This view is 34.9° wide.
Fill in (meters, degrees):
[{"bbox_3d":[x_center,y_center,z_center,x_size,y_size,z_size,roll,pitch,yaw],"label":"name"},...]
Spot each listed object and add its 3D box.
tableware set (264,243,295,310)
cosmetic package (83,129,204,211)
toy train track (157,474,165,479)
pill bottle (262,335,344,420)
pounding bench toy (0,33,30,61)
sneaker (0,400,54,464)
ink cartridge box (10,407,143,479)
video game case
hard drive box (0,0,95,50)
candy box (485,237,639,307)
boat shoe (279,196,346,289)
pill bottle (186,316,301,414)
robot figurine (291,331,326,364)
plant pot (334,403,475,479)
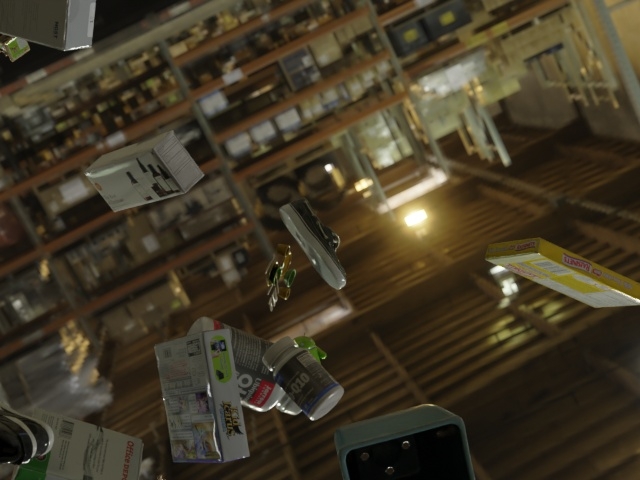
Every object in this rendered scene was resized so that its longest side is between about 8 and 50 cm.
[{"bbox_3d":[-0.068,0.060,1.877,0.024,0.154,0.104,17,-121,14],"label":"tableware set"},{"bbox_3d":[-0.316,-0.118,1.800,0.239,0.099,0.060,-11,-151,48],"label":"cosmetic package"},{"bbox_3d":[-0.397,0.600,2.458,0.014,0.083,0.048,23,-161,27],"label":"toy train track"},{"bbox_3d":[-0.032,0.233,1.742,0.078,0.137,0.078,-39,159,-18],"label":"pill bottle"},{"bbox_3d":[-0.687,-0.455,2.288,0.065,0.052,0.083,32,-119,29],"label":"pounding bench toy"},{"bbox_3d":[-0.550,0.301,1.637,0.217,0.079,0.121,12,-176,16],"label":"sneaker"},{"bbox_3d":[-0.433,0.405,1.821,0.153,0.208,0.087,-94,-151,-58],"label":"ink cartridge box"},{"bbox_3d":[-0.236,0.308,1.996,0.061,0.244,0.269,-5,172,-29],"label":"video game case"},{"bbox_3d":[-0.558,-0.484,1.984,0.232,0.181,0.089,18,-160,20],"label":"hard drive box"},{"bbox_3d":[0.330,0.045,1.347,0.105,0.206,0.027,-7,-116,61],"label":"candy box"},{"bbox_3d":[0.000,0.000,2.077,0.070,0.219,0.078,-28,157,-16],"label":"boat shoe"},{"bbox_3d":[-0.183,0.322,2.534,0.176,0.318,0.176,-53,-157,35],"label":"pill bottle"},{"bbox_3d":[-0.036,0.267,2.287,0.101,0.115,0.067,-18,-176,-43],"label":"robot figurine"},{"bbox_3d":[0.157,0.458,2.039,0.247,0.248,0.252,-14,-171,-7],"label":"plant pot"}]
